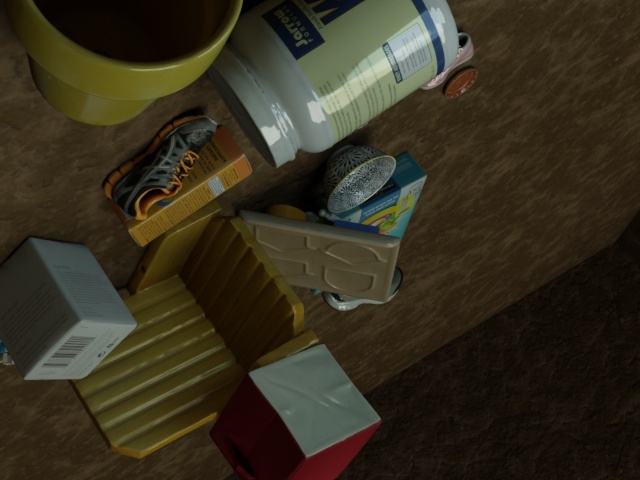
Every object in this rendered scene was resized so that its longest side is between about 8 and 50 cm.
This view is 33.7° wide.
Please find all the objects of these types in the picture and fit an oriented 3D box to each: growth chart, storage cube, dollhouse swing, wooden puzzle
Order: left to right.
[{"bbox_3d":[-0.262,0.164,1.906,0.305,0.346,0.315,-16,151,-42],"label":"dollhouse swing"},{"bbox_3d":[-0.044,0.322,1.835,0.215,0.183,0.193,-17,150,-41],"label":"storage cube"},{"bbox_3d":[-0.003,0.019,2.192,0.322,0.080,0.348,10,158,3],"label":"wooden puzzle"},{"bbox_3d":[0.000,0.000,2.254,0.172,0.021,0.237,23,151,-23],"label":"growth chart"}]

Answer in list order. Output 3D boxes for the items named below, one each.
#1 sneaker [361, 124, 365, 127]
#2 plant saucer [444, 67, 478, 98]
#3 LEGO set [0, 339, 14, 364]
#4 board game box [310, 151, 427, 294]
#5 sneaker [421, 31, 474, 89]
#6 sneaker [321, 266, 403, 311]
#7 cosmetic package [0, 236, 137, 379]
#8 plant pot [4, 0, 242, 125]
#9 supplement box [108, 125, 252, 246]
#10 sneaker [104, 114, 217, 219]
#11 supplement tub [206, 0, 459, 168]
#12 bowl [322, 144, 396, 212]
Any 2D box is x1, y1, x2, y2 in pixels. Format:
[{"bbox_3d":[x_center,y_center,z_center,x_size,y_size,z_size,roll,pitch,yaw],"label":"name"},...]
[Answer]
[{"bbox_3d":[0.006,-0.241,1.813,0.146,0.102,0.293,-32,159,-10],"label":"sneaker"},{"bbox_3d":[0.291,-0.329,2.201,0.083,0.013,0.083,-31,158,-14],"label":"plant saucer"},{"bbox_3d":[-0.553,0.153,1.814,0.087,0.093,0.227,-7,167,9],"label":"LEGO set"},{"bbox_3d":[0.090,-0.033,2.424,0.254,0.079,0.336,-28,157,-22],"label":"board game box"},{"bbox_3d":[0.237,-0.350,2.023,0.134,0.051,0.070,-37,158,-7],"label":"sneaker"},{"bbox_3d":[0.129,0.109,2.766,0.272,0.100,0.108,-14,145,-45],"label":"sneaker"},{"bbox_3d":[-0.437,0.115,1.751,0.151,0.183,0.151,-43,157,16],"label":"cosmetic package"},{"bbox_3d":[-0.241,-0.254,1.225,0.254,0.254,0.239,-26,171,-27],"label":"plant pot"},{"bbox_3d":[-0.235,-0.091,1.785,0.233,0.078,0.080,-36,159,-5],"label":"supplement box"},{"bbox_3d":[-0.245,-0.118,1.706,0.215,0.083,0.084,-41,157,7],"label":"sneaker"},{"bbox_3d":[0.014,-0.276,1.561,0.325,0.235,0.235,-34,159,-7],"label":"supplement tub"},{"bbox_3d":[0.062,-0.141,2.147,0.170,0.080,0.170,-31,158,-14],"label":"bowl"}]
